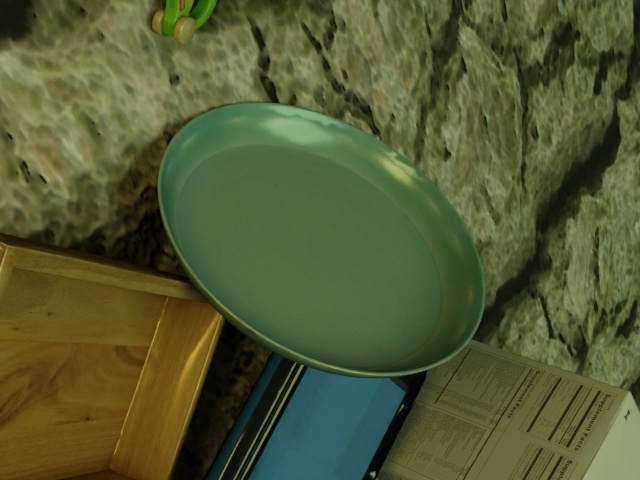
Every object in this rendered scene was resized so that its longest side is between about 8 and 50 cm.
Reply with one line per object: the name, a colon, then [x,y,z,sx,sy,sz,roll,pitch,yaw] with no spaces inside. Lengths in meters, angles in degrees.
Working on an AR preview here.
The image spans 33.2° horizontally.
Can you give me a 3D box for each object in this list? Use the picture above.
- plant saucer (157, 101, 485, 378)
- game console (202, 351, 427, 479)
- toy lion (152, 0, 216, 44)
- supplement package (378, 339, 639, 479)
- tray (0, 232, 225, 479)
plant saucer: [0.000,0.000,0.965,0.318,0.317,0.043,-17,150,-43]
game console: [0.001,0.198,1.070,0.293,0.173,0.250,-62,-179,-13]
toy lion: [-0.105,-0.232,0.925,0.096,0.034,0.100,-45,150,-42]
supplement package: [0.234,0.271,1.280,0.198,0.263,0.199,-53,134,-21]
tray: [-0.190,0.110,0.795,0.411,0.076,0.202,27,82,-75]
